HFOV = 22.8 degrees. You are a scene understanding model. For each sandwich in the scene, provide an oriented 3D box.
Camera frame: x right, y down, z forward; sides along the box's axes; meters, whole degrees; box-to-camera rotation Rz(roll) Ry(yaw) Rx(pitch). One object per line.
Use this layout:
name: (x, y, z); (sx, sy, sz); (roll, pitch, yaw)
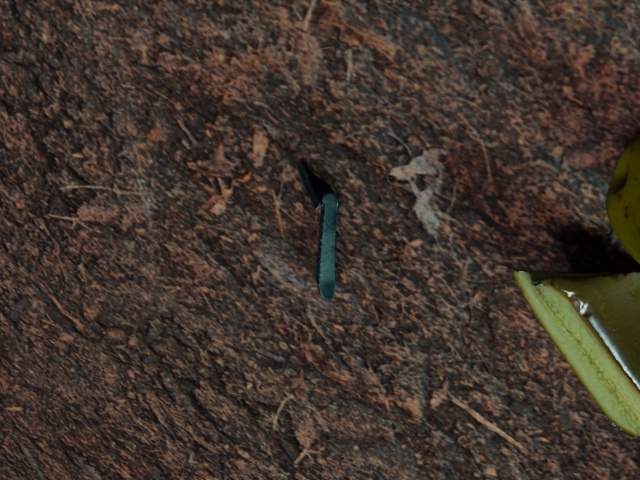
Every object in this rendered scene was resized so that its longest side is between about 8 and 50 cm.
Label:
sandwich: (0.281, 0.089, 1.522); (0.090, 0.088, 0.244); (-2, 134, 51)

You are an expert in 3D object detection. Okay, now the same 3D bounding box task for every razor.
razor: (0.006, -0.002, 1.677); (0.190, 0.033, 0.066); (84, 166, -49)

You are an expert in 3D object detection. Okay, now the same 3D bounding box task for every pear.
pear: (0.310, -0.025, 1.354); (0.141, 0.104, 0.141); (18, 142, 15)
